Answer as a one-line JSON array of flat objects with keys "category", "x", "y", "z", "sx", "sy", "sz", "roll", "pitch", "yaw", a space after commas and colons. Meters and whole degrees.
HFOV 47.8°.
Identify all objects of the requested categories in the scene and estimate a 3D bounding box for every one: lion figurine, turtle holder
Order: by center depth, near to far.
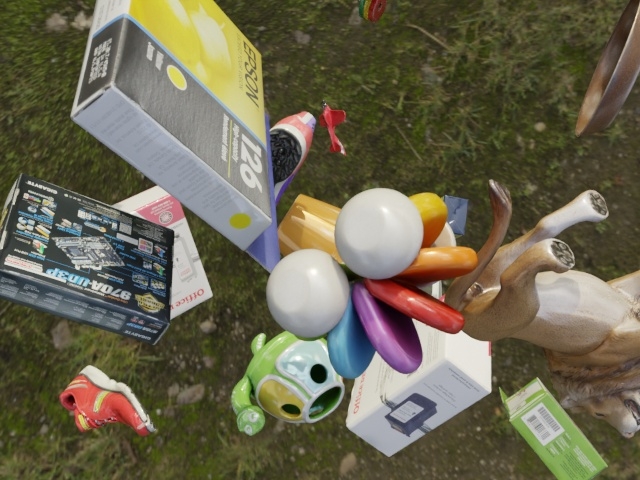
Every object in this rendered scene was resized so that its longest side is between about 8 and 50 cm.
[{"category": "lion figurine", "x": 0.249, "y": 0.075, "z": 0.759, "sx": 0.392, "sy": 0.142, "sz": 0.240, "roll": 26, "pitch": 139, "yaw": -22}, {"category": "turtle holder", "x": -0.081, "y": 0.371, "z": 1.928, "sx": 0.320, "sy": 0.227, "sz": 0.243, "roll": 0, "pitch": 120, "yaw": -47}]

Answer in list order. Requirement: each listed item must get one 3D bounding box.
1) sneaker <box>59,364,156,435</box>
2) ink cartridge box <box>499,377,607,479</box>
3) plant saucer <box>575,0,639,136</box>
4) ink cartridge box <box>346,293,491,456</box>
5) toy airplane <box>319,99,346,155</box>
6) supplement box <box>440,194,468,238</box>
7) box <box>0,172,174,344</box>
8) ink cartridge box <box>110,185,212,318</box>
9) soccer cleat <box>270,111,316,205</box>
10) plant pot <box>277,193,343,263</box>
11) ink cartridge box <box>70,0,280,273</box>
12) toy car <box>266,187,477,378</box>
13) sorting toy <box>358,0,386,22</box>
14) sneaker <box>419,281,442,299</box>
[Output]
[{"category": "sneaker", "x": -0.453, "y": 0.365, "z": 1.526, "sx": 0.118, "sy": 0.279, "sz": 0.107, "roll": -44, "pitch": 128, "yaw": -32}, {"category": "ink cartridge box", "x": 0.479, "y": 0.386, "z": 1.525, "sx": 0.097, "sy": 0.255, "sz": 0.189, "roll": -40, "pitch": 88, "yaw": 9}, {"category": "plant saucer", "x": 0.329, "y": -0.191, "z": 0.798, "sx": 0.029, "sy": 0.168, "sz": 0.168, "roll": 21, "pitch": 101, "yaw": 10}, {"category": "ink cartridge box", "x": 0.163, "y": 0.221, "z": 1.195, "sx": 0.100, "sy": 0.172, "sz": 0.237, "roll": 38, "pitch": 123, "yaw": -13}, {"category": "toy airplane", "x": 0.028, "y": -0.280, "z": 1.811, "sx": 0.028, "sy": 0.151, "sz": 0.151, "roll": -24, "pitch": 111, "yaw": -21}, {"category": "supplement box", "x": 0.288, "y": -0.049, "z": 1.630, "sx": 0.056, "sy": 0.083, "sz": 0.083, "roll": 12, "pitch": 78, "yaw": -9}, {"category": "box", "x": -0.296, "y": 0.023, "z": 0.917, "sx": 0.220, "sy": 0.175, "sz": 0.051, "roll": 22, "pitch": 126, "yaw": -28}, {"category": "ink cartridge box", "x": -0.395, "y": 0.045, "z": 1.672, "sx": 0.207, "sy": 0.117, "sz": 0.283, "roll": -29, "pitch": 118, "yaw": -27}, {"category": "soccer cleat", "x": -0.104, "y": -0.136, "z": 1.491, "sx": 0.108, "sy": 0.116, "sz": 0.318, "roll": 38, "pitch": 134, "yaw": -1}, {"category": "plant pot", "x": 0.000, "y": 0.000, "z": 1.586, "sx": 0.188, "sy": 0.205, "sz": 0.205, "roll": 32, "pitch": 96, "yaw": -3}, {"category": "ink cartridge box", "x": -0.122, "y": -0.153, "z": 0.806, "sx": 0.072, "sy": 0.304, "sz": 0.307, "roll": -30, "pitch": 134, "yaw": 23}, {"category": "toy car", "x": 0.056, "y": 0.049, "z": 0.634, "sx": 0.182, "sy": 0.159, "sz": 0.136, "roll": -41, "pitch": 68, "yaw": 16}, {"category": "sorting toy", "x": 0.083, "y": -0.410, "z": 0.962, "sx": 0.046, "sy": 0.274, "sz": 0.132, "roll": 26, "pitch": 83, "yaw": 18}, {"category": "sneaker", "x": 0.239, "y": 0.136, "z": 1.874, "sx": 0.147, "sy": 0.296, "sz": 0.104, "roll": -5, "pitch": 142, "yaw": 11}]
